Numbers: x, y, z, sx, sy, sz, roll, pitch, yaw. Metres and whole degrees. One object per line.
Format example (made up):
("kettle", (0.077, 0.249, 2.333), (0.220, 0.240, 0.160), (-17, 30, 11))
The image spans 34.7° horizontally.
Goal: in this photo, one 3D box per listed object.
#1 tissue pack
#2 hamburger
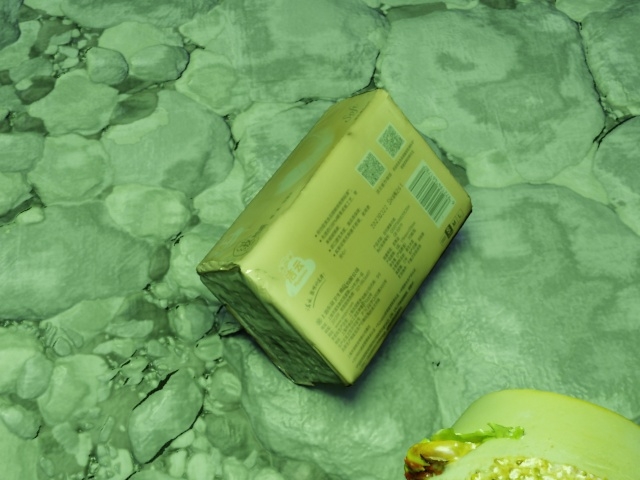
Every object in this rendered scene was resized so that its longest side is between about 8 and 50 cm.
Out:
("tissue pack", (0.000, 0.000, 1.271), (0.239, 0.238, 0.305), (28, 62, 17))
("hamburger", (0.226, 0.285, 1.034), (0.294, 0.276, 0.179), (13, 50, 22))
